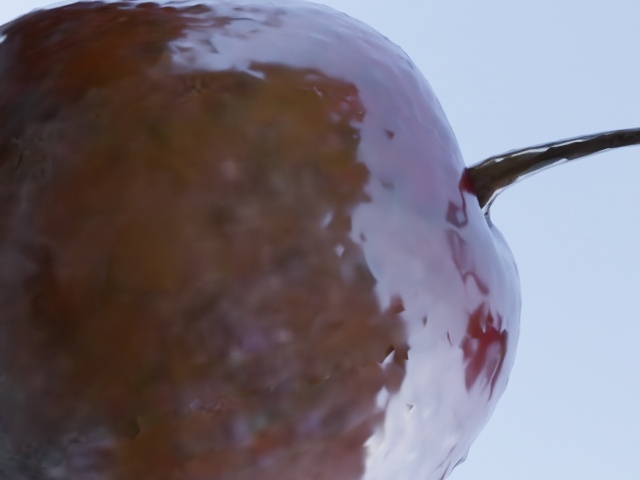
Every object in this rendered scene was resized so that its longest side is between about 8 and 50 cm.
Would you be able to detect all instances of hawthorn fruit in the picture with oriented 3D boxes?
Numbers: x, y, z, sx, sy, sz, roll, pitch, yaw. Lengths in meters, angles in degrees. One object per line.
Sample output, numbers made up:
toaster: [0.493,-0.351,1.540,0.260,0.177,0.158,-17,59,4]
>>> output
hawthorn fruit: [-0.036,0.018,0.464,0.235,0.263,0.231,37,-58,45]
